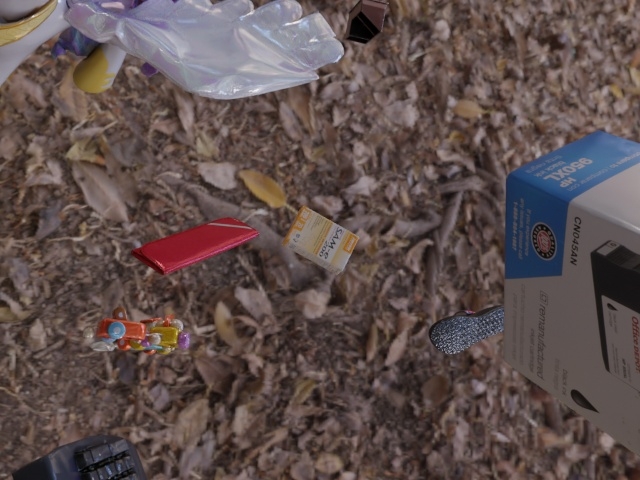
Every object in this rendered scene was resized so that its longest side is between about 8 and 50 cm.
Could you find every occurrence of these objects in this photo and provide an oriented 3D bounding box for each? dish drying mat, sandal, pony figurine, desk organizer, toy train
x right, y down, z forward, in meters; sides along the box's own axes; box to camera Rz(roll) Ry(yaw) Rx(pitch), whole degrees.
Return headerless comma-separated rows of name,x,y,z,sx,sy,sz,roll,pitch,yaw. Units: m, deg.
dish drying mat,-0.078,0.001,0.469,0.083,0.032,0.008,-23,133,-48
sandal,0.250,0.148,1.253,0.179,0.040,0.067,-10,111,-32
pony figurine,-0.195,-0.217,0.633,0.351,0.363,0.303,-32,99,-36
desk organizer,0.078,-0.385,1.289,0.047,0.130,0.050,10,94,-9
toy train,-0.226,0.107,0.889,0.125,0.166,0.046,8,74,-20

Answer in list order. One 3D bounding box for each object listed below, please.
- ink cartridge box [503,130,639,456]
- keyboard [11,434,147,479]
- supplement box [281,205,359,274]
ink cartridge box,0.390,0.089,0.768,0.166,0.395,0.285,-24,125,-24
keyboard,-0.112,0.277,0.434,0.317,0.033,0.201,67,15,9
supplement box,0.000,0.000,1.104,0.098,0.036,0.062,29,71,-6
